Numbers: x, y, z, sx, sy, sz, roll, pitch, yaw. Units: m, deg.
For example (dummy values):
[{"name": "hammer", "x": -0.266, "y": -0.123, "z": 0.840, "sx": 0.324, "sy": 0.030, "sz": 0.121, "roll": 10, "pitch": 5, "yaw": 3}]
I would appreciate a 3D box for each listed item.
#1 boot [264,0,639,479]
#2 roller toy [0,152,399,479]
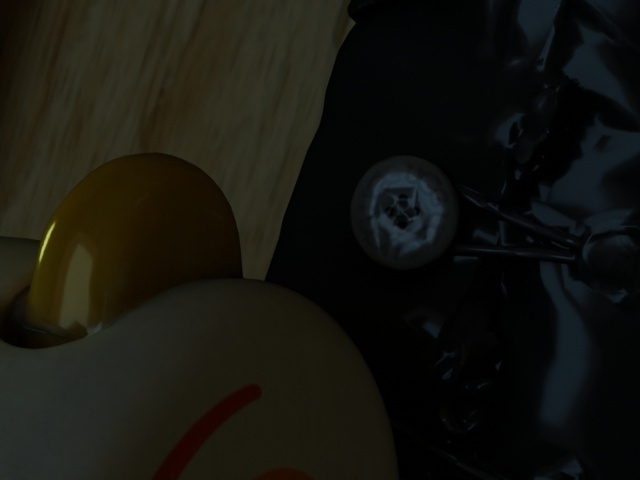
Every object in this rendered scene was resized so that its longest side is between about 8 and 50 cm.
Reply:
[{"name": "boot", "x": 0.001, "y": 0.001, "z": 0.610, "sx": 0.367, "sy": 0.146, "sz": 0.445, "roll": 21, "pitch": 105, "yaw": 38}, {"name": "roller toy", "x": -0.067, "y": 0.097, "z": 0.456, "sx": 0.146, "sy": 0.191, "sz": 0.209, "roll": 8, "pitch": 60, "yaw": 33}]
